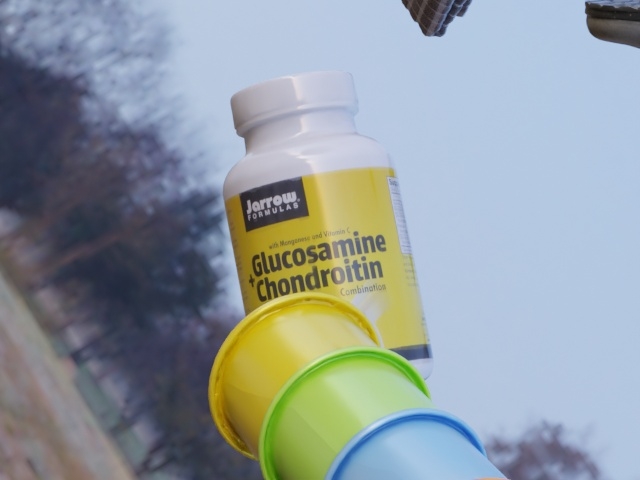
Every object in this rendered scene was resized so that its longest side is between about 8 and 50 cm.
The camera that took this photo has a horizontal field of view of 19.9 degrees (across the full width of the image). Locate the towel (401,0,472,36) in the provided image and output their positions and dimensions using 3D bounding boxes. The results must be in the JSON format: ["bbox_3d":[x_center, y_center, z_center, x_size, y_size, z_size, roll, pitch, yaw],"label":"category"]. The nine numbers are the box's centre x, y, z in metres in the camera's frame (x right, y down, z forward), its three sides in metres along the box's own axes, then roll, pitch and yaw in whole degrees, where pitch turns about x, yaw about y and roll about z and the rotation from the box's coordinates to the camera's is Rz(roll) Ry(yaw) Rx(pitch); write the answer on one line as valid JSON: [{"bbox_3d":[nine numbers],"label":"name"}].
[{"bbox_3d":[0.081,-0.338,1.696,0.235,0.121,0.284,39,-20,9],"label":"towel"}]

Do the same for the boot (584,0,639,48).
[{"bbox_3d":[0.317,-0.105,1.449,0.083,0.246,0.161,-117,-143,-71],"label":"boot"}]

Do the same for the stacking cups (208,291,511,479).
[{"bbox_3d":[0.048,0.129,0.782,0.316,0.096,0.096,45,-17,56],"label":"stacking cups"}]

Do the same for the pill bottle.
[{"bbox_3d":[0.000,0.000,1.054,0.103,0.103,0.184,131,-52,-79],"label":"pill bottle"}]
